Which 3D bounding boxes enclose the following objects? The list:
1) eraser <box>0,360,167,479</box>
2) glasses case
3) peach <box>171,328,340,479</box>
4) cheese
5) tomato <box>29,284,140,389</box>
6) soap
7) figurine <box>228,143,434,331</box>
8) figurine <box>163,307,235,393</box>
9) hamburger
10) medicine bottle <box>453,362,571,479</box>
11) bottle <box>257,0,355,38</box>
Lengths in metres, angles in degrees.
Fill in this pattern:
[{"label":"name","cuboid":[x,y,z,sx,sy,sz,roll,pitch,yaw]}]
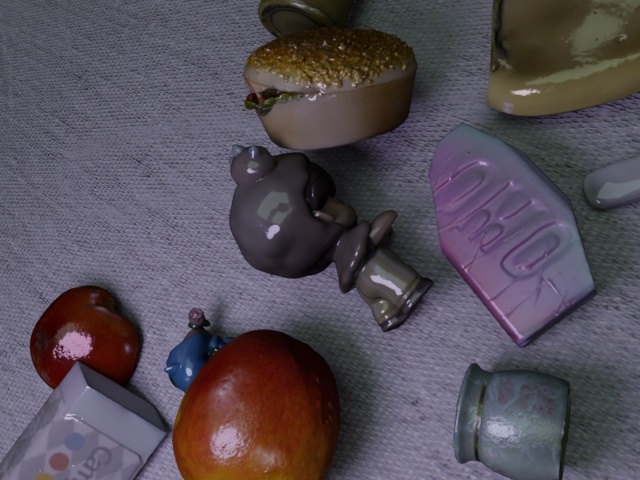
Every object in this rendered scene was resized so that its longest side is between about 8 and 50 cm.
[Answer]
[{"label":"eraser","cuboid":[-0.480,0.442,1.059,0.213,0.082,0.397,37,91,-12]},{"label":"glasses case","cuboid":[0.479,-0.094,0.858,0.164,0.041,0.063,-19,67,18]},{"label":"peach","cuboid":[-0.087,0.280,0.883,0.280,0.238,0.281,-15,58,25]},{"label":"cheese","cuboid":[0.426,-0.327,0.908,0.315,0.128,0.260,-3,82,29]},{"label":"tomato","cuboid":[-0.483,0.201,1.130,0.233,0.139,0.200,37,98,27]},{"label":"soap","cuboid":[0.279,-0.022,0.887,0.193,0.109,0.324,-38,63,9]},{"label":"figurine","cuboid":[0.001,0.000,0.955,0.380,0.248,0.203,36,76,13]},{"label":"figurine","cuboid":[-0.189,0.195,1.033,0.178,0.114,0.145,-16,62,6]},{"label":"hamburger","cuboid":[0.017,-0.268,0.972,0.302,0.170,0.302,-10,27,5]},{"label":"medicine bottle","cuboid":[0.263,0.250,0.793,0.143,0.147,0.147,4,77,27]},{"label":"bottle","cuboid":[0.016,-0.561,1.125,0.171,0.171,0.351,15,79,26]}]
